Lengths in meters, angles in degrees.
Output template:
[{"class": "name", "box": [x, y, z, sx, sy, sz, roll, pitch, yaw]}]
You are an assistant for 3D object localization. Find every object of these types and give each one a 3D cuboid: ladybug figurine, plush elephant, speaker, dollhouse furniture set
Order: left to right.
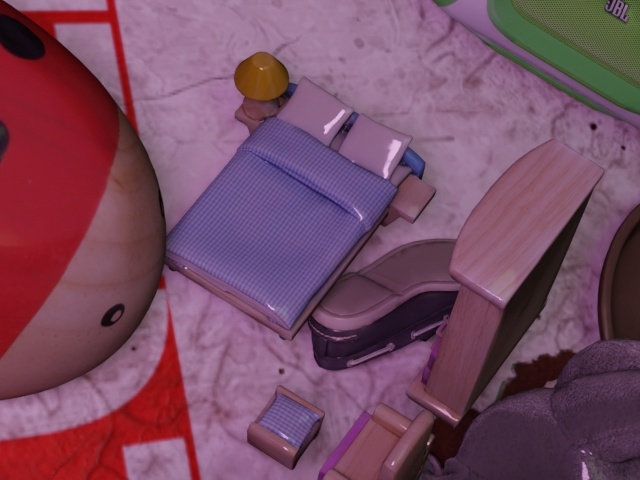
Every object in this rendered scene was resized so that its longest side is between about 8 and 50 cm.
[{"class": "ladybug figurine", "box": [-0.295, -0.063, 1.164, 0.449, 0.162, 0.305, 26, 65, -21]}, {"class": "dollhouse furniture set", "box": [0.000, 0.000, 1.247, 0.303, 0.198, 0.286, 32, 60, 14]}, {"class": "speaker", "box": [0.236, -0.202, 1.531, 0.296, 0.131, 0.131, 27, 64, -20]}, {"class": "plush elephant", "box": [0.231, 0.214, 1.342, 0.255, 0.330, 0.272, 14, 84, -48]}]

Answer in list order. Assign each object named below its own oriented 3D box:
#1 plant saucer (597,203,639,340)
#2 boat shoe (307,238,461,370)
[{"class": "plant saucer", "box": [0.360, 0.084, 1.568, 0.278, 0.041, 0.278, 9, 72, -28]}, {"class": "boat shoe", "box": [0.071, 0.052, 1.413, 0.206, 0.075, 0.065, -19, 128, -38]}]
